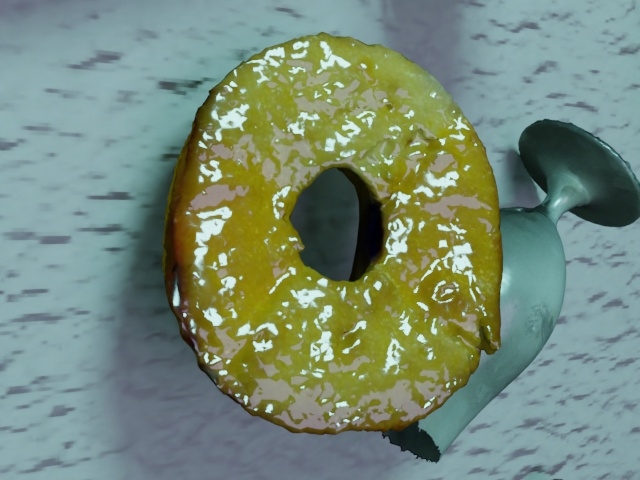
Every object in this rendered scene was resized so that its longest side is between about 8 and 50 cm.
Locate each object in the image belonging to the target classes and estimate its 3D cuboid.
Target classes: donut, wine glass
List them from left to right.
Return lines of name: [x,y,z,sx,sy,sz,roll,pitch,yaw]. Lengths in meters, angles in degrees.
donut: [0.001,0.000,0.535,0.174,0.074,0.190,-8,84,-19]
wine glass: [0.095,0.029,0.631,0.202,0.093,0.093,-48,126,-21]

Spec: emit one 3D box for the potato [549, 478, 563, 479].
potato: [0.160,0.212,0.772,0.037,0.036,0.093,-13,92,3]
